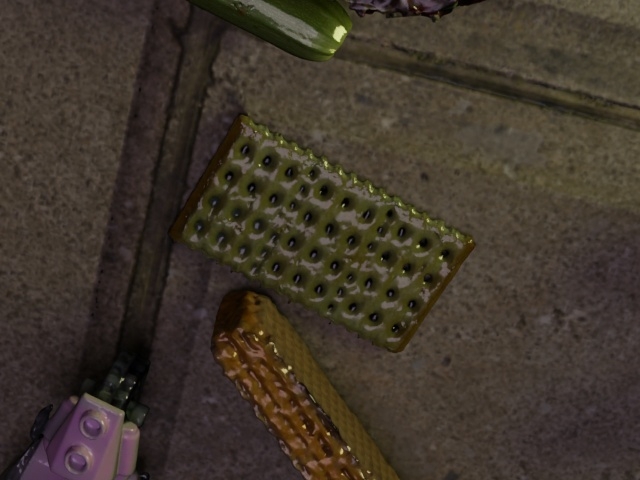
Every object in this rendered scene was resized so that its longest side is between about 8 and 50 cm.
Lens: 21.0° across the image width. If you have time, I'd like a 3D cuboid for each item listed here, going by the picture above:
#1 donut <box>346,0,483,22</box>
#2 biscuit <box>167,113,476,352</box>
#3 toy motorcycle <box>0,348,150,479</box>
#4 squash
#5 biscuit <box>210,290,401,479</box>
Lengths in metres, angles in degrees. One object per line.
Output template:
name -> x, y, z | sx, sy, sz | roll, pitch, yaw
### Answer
donut -> 0.069, -0.294, 1.272 | 0.270, 0.103, 0.269 | 2, 119, 4
biscuit -> 0.000, 0.000, 1.469 | 0.231, 0.016, 0.139 | 28, 114, -10
toy motorcycle -> -0.232, 0.253, 1.514 | 0.143, 0.188, 0.327 | 26, 116, -1
squash -> -0.082, -0.209, 1.344 | 0.229, 0.066, 0.066 | 28, 115, -9
biscuit -> 0.025, 0.203, 1.524 | 0.054, 0.094, 0.378 | -31, 111, 12
